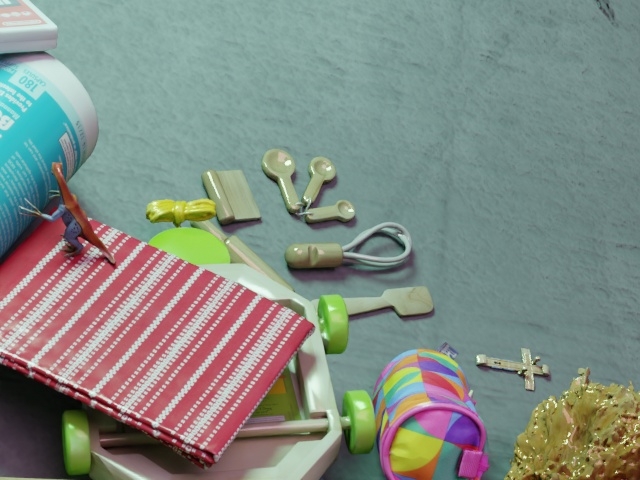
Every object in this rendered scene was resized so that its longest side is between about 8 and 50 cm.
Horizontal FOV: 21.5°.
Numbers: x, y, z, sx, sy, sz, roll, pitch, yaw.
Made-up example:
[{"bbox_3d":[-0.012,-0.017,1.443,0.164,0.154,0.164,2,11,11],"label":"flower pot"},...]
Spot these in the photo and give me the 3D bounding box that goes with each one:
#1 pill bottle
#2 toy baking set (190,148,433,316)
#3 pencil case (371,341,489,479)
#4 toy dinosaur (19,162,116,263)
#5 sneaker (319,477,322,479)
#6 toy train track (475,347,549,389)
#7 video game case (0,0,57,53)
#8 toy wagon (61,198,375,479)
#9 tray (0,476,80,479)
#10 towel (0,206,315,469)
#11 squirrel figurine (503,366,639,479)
[{"bbox_3d":[-0.322,-0.051,1.503,0.146,0.146,0.264,35,50,-1],"label":"pill bottle"},{"bbox_3d":[-0.005,0.003,1.696,0.256,0.030,0.197,46,51,7],"label":"toy baking set"},{"bbox_3d":[0.100,0.164,1.523,0.104,0.104,0.236,33,9,-3],"label":"pencil case"},{"bbox_3d":[-0.217,-0.029,1.485,0.090,0.082,0.047,11,41,-3],"label":"toy dinosaur"},{"bbox_3d":[-0.020,0.256,1.491,0.087,0.092,0.228,-22,50,-24],"label":"sneaker"},{"bbox_3d":[0.199,0.126,1.725,0.083,0.014,0.048,10,55,-19],"label":"toy train track"},{"bbox_3d":[-0.392,-0.233,1.572,0.204,0.025,0.285,-8,30,-30],"label":"video game case"},{"bbox_3d":[-0.105,0.101,1.523,0.267,0.068,0.344,-2,45,-12],"label":"toy wagon"},{"bbox_3d":[-0.132,0.288,1.311,0.411,0.076,0.202,4,40,-6],"label":"tray"},{"bbox_3d":[-0.166,0.078,1.465,0.275,0.031,0.199,24,43,13],"label":"towel"},{"bbox_3d":[0.259,0.320,1.510,0.371,0.281,0.397,10,41,-8],"label":"squirrel figurine"}]
